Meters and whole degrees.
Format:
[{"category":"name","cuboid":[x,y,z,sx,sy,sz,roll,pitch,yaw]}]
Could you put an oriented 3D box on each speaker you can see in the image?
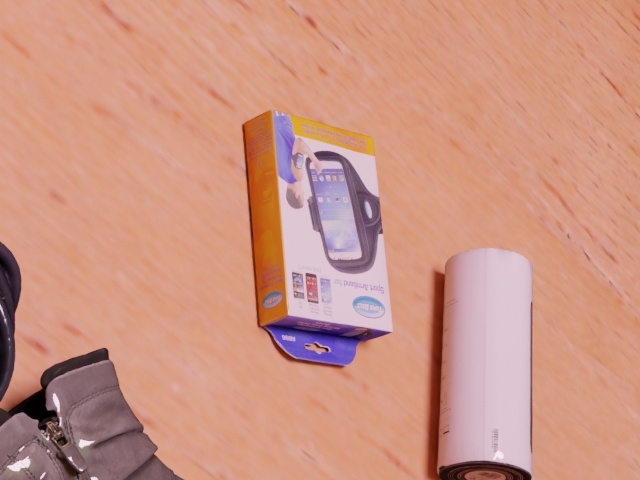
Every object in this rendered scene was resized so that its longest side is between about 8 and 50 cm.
[{"category":"speaker","cuboid":[0.098,0.074,0.874,0.055,0.055,0.136,25,56,-35]}]

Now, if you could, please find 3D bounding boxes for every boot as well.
[{"category":"boot","cuboid":[-0.122,0.165,0.614,0.161,0.083,0.246,49,39,-10]}]

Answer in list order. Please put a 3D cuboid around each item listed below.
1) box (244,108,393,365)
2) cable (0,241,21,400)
[{"category":"box","cuboid":[0.000,0.000,0.829,0.081,0.028,0.136,11,64,-42]},{"category":"cable","cuboid":[-0.200,0.008,0.612,0.150,0.047,0.184,-38,99,-45]}]
